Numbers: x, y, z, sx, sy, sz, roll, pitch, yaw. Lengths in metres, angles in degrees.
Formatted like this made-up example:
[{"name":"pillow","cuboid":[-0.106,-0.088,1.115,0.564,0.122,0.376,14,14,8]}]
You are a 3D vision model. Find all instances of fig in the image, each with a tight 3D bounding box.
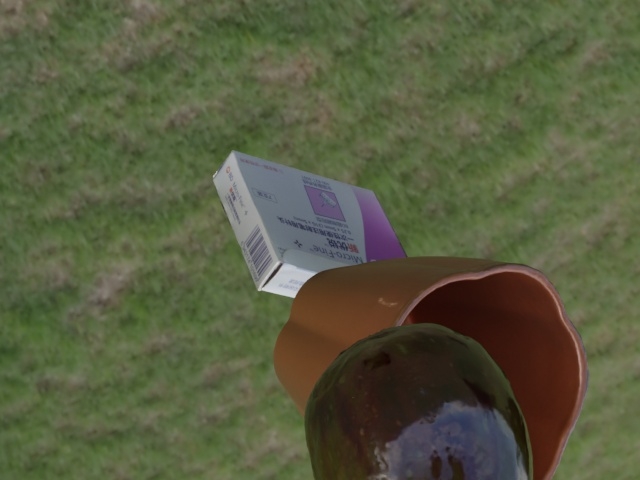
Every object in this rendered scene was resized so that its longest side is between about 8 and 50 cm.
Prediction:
[{"name":"fig","cuboid":[0.051,0.114,0.540,0.103,0.155,0.109,-26,171,27]}]

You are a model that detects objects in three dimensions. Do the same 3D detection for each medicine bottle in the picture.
[{"name":"medicine bottle","cuboid":[0.000,0.000,1.235,0.201,0.171,0.052,15,126,-37]}]

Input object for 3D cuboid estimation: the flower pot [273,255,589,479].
[{"name":"flower pot","cuboid":[0.062,0.090,0.854,0.190,0.173,0.191,-8,105,-32]}]
